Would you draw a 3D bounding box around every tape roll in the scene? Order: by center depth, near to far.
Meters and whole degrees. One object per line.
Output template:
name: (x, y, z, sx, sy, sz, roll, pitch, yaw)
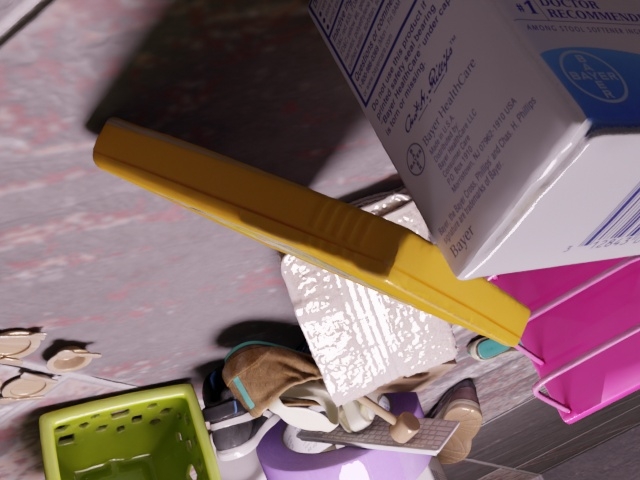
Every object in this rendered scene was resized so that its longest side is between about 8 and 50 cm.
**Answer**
tape roll: (0.038, 0.326, 1.271, 0.275, 0.090, 0.275, -17, -167, 4)

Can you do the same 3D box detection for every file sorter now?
file sorter: (0.293, 0.031, 0.941, 0.202, 0.290, 0.182, -33, 146, 17)

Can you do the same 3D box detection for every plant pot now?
plant pot: (-0.282, 0.364, 1.147, 0.227, 0.228, 0.207, -8, 154, -25)

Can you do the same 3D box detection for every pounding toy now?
pounding toy: (0.107, 0.175, 1.121, 0.181, 0.206, 0.094, 8, 138, -42)

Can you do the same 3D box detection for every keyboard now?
keyboard: (0.080, 0.281, 1.163, 0.256, 0.014, 0.072, -5, -154, 39)

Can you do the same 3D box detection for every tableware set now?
tableware set: (-0.364, 0.159, 0.956, 0.169, 0.020, 0.141, -40, 147, 26)

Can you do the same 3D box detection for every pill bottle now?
pill bottle: (-0.136, 0.425, 1.430, 0.131, 0.131, 0.229, -19, 150, -7)

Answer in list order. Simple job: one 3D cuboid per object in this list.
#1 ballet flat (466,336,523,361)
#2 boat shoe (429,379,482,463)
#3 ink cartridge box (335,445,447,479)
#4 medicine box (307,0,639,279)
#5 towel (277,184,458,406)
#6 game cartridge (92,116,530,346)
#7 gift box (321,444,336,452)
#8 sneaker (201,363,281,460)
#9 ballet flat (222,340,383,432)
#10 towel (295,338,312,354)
ballet flat: (0.353, 0.189, 1.485, 0.168, 0.057, 0.052, -9, 175, -17)
boat shoe: (0.290, 0.403, 1.723, 0.103, 0.092, 0.285, 16, 141, 4)
ink cartridge box: (0.155, 0.479, 1.616, 0.168, 0.232, 0.171, -27, 150, 10)
medicine box: (0.173, -0.137, 0.581, 0.263, 0.289, 0.149, -6, 145, -28)
towel: (0.064, 0.077, 0.979, 0.187, 0.049, 0.282, -21, 122, -2)
game cartridge: (0.000, 0.000, 0.691, 0.285, 0.324, 0.052, 28, 87, -53)
gift box: (-0.025, 0.575, 1.615, 0.255, 0.276, 0.258, -37, 146, 13)
sneaker: (-0.118, 0.235, 1.196, 0.079, 0.121, 0.217, -16, -174, 10)
ballet flat: (0.011, 0.219, 1.148, 0.342, 0.124, 0.116, 13, 132, -45)
towel: (-0.007, 0.169, 1.211, 0.067, 0.029, 0.119, 1, 141, -33)
